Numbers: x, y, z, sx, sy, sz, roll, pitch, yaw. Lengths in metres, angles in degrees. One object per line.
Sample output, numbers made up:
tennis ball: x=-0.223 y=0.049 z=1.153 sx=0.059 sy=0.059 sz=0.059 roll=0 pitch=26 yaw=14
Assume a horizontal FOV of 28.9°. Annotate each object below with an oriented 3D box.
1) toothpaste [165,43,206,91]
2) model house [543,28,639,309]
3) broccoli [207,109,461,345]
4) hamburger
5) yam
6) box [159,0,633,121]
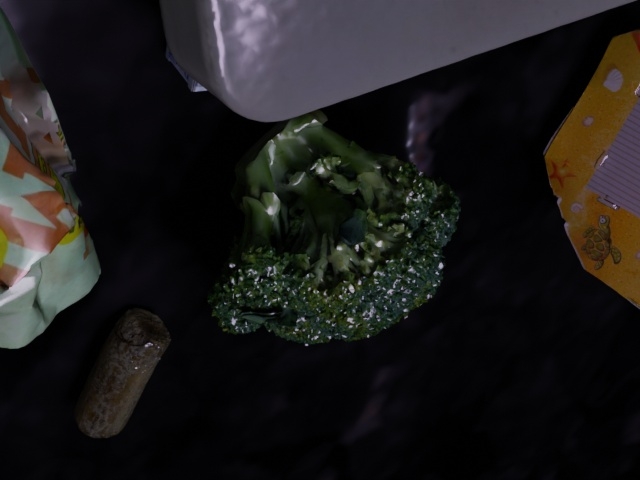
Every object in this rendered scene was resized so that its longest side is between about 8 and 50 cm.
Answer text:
toothpaste: x=-0.015 y=-0.127 z=0.792 sx=0.164 sy=0.046 sz=0.034 roll=-10 pitch=134 yaw=-32
model house: x=0.299 y=-0.063 z=1.027 sx=0.219 sy=0.207 sz=0.136 roll=-66 pitch=170 yaw=26
broccoli: x=0.000 y=0.000 z=0.840 sx=0.195 sy=0.195 sz=0.156 roll=-41 pitch=105 yaw=0
hamburger: x=-0.195 y=-0.051 z=0.623 sx=0.125 sy=0.235 sz=0.214 roll=-30 pitch=107 yaw=-5
yam: x=-0.143 y=0.096 z=0.893 sx=0.043 sy=0.043 sz=0.094 roll=6 pitch=123 yaw=-40
box: x=0.072 y=-0.279 z=0.672 sx=0.367 sy=0.090 sz=0.373 roll=-21 pitch=128 yaw=-23
